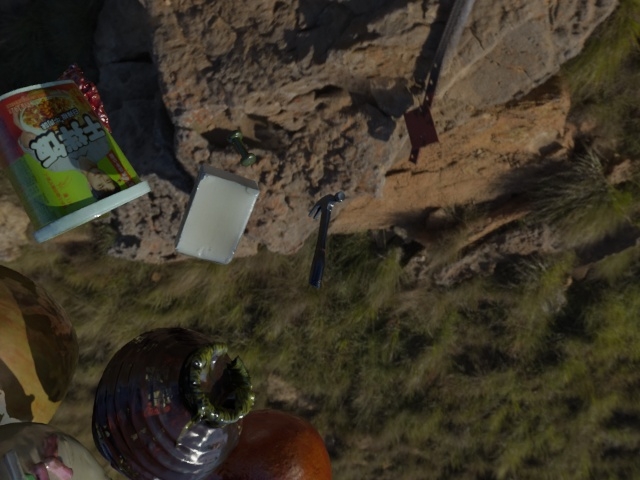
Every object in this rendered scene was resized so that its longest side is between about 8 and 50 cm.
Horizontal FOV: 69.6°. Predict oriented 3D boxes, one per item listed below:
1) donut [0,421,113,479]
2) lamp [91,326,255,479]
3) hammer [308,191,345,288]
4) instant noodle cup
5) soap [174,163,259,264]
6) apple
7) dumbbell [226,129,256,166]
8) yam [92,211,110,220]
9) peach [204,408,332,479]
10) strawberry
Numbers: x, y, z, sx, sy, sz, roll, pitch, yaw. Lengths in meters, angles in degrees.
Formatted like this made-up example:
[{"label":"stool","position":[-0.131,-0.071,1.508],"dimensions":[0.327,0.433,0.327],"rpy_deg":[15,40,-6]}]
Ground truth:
[{"label":"donut","position":[-0.255,0.332,0.408],"dimensions":[0.142,0.382,0.382],"rpy_deg":[-25,125,-16]},{"label":"lamp","position":[-0.215,0.242,0.691],"dimensions":[0.247,0.247,0.247],"rpy_deg":[3,125,4]},{"label":"hammer","position":[0.000,0.000,1.369],"dimensions":[0.037,0.290,0.137],"rpy_deg":[23,157,-33]},{"label":"instant noodle cup","position":[-0.614,-0.193,1.099],"dimensions":[0.294,0.294,0.308],"rpy_deg":[-21,104,19]},{"label":"soap","position":[-0.210,-0.048,0.931],"dimensions":[0.121,0.064,0.183],"rpy_deg":[18,112,-23]},{"label":"apple","position":[-0.573,0.201,0.669],"dimensions":[0.391,0.391,0.346],"rpy_deg":[-36,121,26]},{"label":"dumbbell","position":[-0.241,-0.281,1.401],"dimensions":[0.052,0.118,0.046],"rpy_deg":[-33,160,5]},{"label":"yam","position":[-0.695,-0.091,1.388],"dimensions":[0.070,0.146,0.069],"rpy_deg":[2,101,9]},{"label":"peach","position":[-0.140,0.610,1.206],"dimensions":[0.373,0.372,0.290],"rpy_deg":[2,99,4]},{"label":"strawberry","position":[-0.739,-0.383,1.347],"dimensions":[0.234,0.178,0.234],"rpy_deg":[34,142,31]}]
